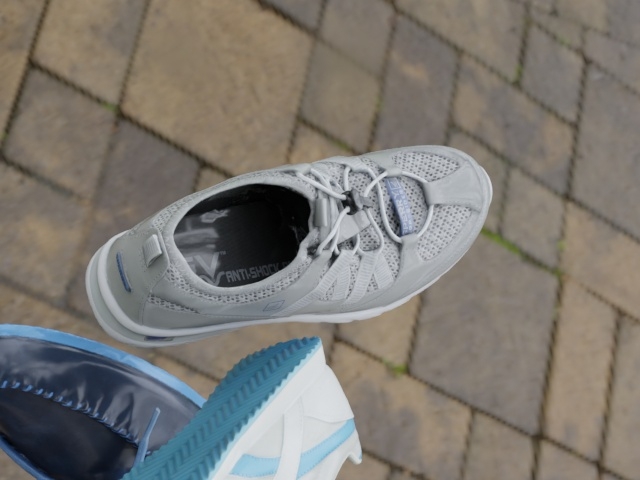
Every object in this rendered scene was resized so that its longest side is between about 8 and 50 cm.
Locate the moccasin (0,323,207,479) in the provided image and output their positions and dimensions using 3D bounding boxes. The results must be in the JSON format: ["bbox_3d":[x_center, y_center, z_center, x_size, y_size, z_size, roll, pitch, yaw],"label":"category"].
[{"bbox_3d":[-0.126,0.165,1.111,0.342,0.138,0.117,38,56,-44],"label":"moccasin"}]

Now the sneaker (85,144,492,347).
[{"bbox_3d":[0.000,0.000,0.998,0.281,0.115,0.105,-19,81,-27],"label":"sneaker"}]

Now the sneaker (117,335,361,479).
[{"bbox_3d":[-0.052,0.152,0.929,0.228,0.087,0.092,-42,112,-39],"label":"sneaker"}]
